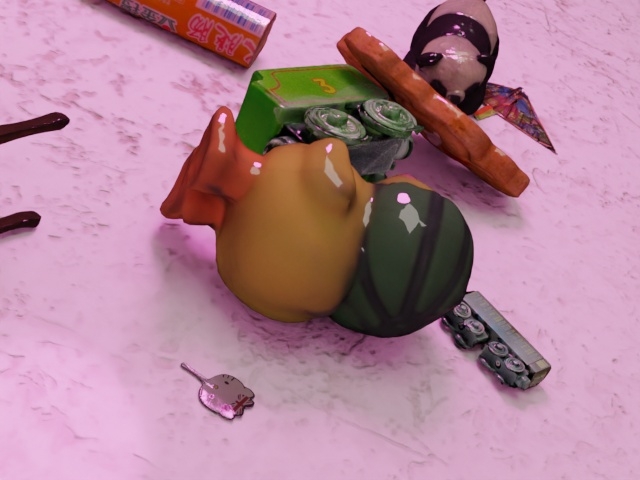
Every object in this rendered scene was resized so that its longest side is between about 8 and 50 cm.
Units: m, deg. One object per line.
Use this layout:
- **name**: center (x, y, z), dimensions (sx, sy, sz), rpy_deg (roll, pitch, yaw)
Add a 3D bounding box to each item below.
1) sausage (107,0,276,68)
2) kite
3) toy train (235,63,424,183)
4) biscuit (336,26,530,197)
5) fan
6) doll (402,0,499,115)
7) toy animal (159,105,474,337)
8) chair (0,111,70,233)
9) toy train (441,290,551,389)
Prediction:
- **sausage**: center (-0.222, -0.351, 1.586), dimensions (0.312, 0.093, 0.093), rpy_deg (25, 35, -1)
- **kite**: center (0.305, -0.219, 1.816), dimensions (0.241, 0.014, 0.183), rpy_deg (42, 39, 18)
- **toy train**: center (0.003, -0.141, 1.432), dimensions (0.243, 0.132, 0.188), rpy_deg (-14, 47, -46)
- **biscuit**: center (0.153, -0.171, 1.541), dimensions (0.334, 0.047, 0.202), rpy_deg (39, 1, -11)
- **fan**: center (-0.105, 0.145, 1.102), dimensions (0.083, 0.004, 0.056), rpy_deg (35, 36, 13)
- **doll**: center (0.207, -0.292, 1.738), dimensions (0.143, 0.135, 0.234), rpy_deg (22, 44, 3)
- **toy animal**: center (0.001, 0.003, 1.199), dimensions (0.338, 0.216, 0.191), rpy_deg (21, 62, -13)
- **chair**: center (-0.424, -0.075, 1.052), dimensions (0.186, 0.160, 0.319), rpy_deg (39, 35, 20)
- **toy train**: center (0.201, 0.117, 1.303), dimensions (0.071, 0.038, 0.148), rpy_deg (-11, 49, -44)
